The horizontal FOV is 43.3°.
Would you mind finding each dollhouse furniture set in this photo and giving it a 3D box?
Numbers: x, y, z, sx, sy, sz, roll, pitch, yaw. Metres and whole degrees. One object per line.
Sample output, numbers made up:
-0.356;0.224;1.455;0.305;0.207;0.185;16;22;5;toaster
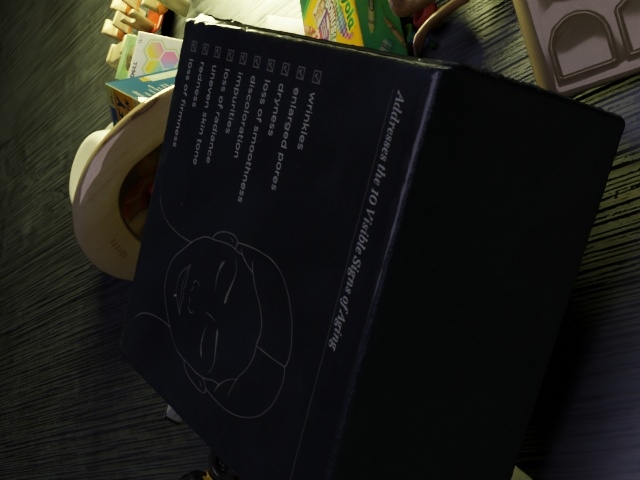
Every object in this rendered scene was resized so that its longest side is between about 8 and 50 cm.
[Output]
-0.403;-0.508;1.924;0.262;0.135;0.259;-12;59;48;dollhouse furniture set

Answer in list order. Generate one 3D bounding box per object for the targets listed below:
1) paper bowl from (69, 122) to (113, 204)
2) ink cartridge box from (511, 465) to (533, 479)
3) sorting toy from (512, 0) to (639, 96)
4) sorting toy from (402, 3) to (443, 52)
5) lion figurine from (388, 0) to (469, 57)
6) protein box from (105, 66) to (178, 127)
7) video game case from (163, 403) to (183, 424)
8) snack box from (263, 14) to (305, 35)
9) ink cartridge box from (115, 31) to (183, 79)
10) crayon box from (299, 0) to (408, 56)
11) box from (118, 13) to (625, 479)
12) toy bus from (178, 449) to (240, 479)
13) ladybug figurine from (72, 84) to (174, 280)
-0.474;-0.140;1.857;0.284;0.148;0.284;-16;69;47;paper bowl
0.119;0.296;1.077;0.333;0.065;0.165;35;107;48;ink cartridge box
0.324;-0.341;0.948;0.229;0.041;0.307;-16;90;41;sorting toy
0.156;-0.318;1.237;0.102;0.042;0.061;-53;28;44;sorting toy
0.198;-0.475;1.161;0.240;0.142;0.391;-14;82;16;lion figurine
-0.283;-0.248;1.581;0.200;0.201;0.135;31;133;50;protein box
-0.173;0.149;1.407;0.248;0.035;0.274;-48;21;31;video game case
-0.057;-0.385;1.520;0.178;0.022;0.064;27;100;51;snack box
-0.353;-0.387;1.757;0.209;0.062;0.108;15;92;12;ink cartridge box
0.049;-0.343;1.305;0.165;0.081;0.278;-47;46;52;crayon box
0.020;0.015;0.967;0.472;0.298;0.479;29;108;51;box
-0.101;0.421;1.257;0.220;0.150;0.211;-48;60;27;toy bus
-0.230;-0.120;1.421;0.449;0.305;0.162;-37;25;-5;ladybug figurine
